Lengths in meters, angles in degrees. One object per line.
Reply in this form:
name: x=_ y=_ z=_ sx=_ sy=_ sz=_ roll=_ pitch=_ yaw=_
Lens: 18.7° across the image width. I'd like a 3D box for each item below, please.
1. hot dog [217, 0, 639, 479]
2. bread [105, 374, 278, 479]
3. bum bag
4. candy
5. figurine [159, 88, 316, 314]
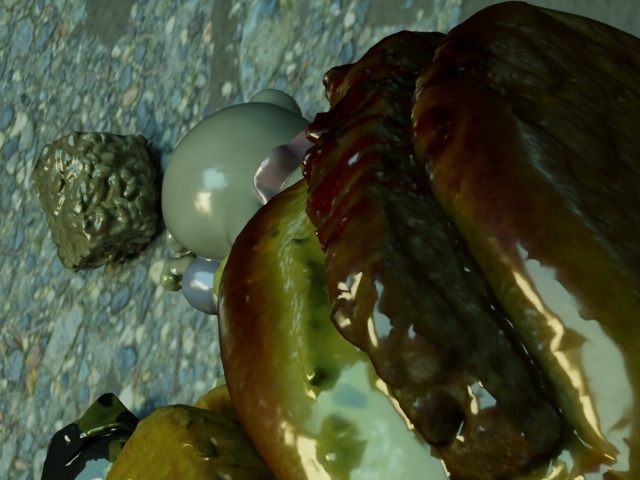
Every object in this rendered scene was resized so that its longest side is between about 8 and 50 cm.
hot dog: x=0.081 y=0.018 z=0.909 sx=0.185 sy=0.223 sz=0.405 roll=-54 pitch=12 yaw=25
bread: x=-0.064 y=0.199 z=1.205 sx=0.198 sy=0.120 sz=0.236 roll=-57 pitch=32 yaw=33
bum bag: x=-0.169 y=0.223 z=1.386 sx=0.107 sy=0.060 sz=0.232 roll=-3 pitch=75 yaw=43
candy: x=-0.171 y=-0.034 z=1.493 sx=0.095 sy=0.085 sz=0.110 roll=-35 pitch=60 yaw=50
figurine: x=0.000 y=0.000 z=1.214 sx=0.235 sy=0.127 sz=0.155 roll=25 pitch=77 yaw=51
